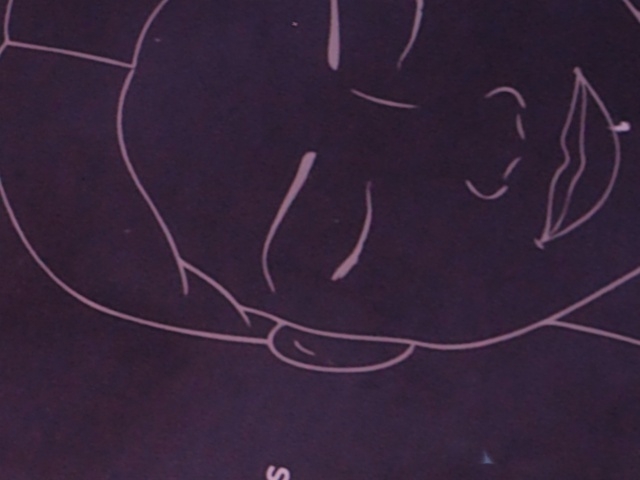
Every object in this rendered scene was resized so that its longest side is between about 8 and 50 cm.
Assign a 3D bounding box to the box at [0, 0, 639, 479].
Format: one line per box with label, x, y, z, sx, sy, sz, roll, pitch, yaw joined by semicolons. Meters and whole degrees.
box;0.016;0.053;0.790;0.472;0.297;0.479;14;87;18
